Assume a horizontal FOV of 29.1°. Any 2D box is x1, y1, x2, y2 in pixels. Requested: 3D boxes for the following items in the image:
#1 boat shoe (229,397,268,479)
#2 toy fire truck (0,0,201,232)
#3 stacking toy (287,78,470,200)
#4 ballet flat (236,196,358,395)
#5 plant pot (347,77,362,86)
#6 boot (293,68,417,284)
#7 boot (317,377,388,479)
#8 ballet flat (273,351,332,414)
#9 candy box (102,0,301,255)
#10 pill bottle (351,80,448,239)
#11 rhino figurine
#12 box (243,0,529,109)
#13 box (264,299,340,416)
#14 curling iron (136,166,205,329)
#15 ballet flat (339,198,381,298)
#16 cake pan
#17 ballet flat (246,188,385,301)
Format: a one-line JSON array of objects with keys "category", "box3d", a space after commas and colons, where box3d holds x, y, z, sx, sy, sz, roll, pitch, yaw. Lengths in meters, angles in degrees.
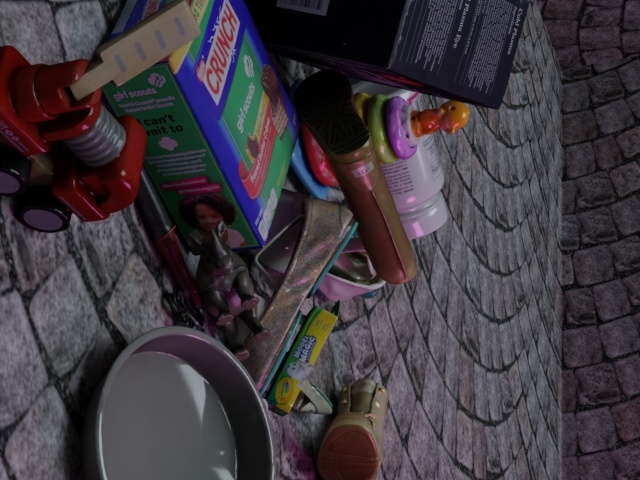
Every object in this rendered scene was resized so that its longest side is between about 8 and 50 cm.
[{"category": "boat shoe", "box3d": [-0.120, 0.319, 1.595, 0.096, 0.088, 0.267, 61, 30, -41]}, {"category": "toy fire truck", "box3d": [-0.232, -0.134, 1.270, 0.217, 0.246, 0.158, 51, 38, -51]}, {"category": "stacking toy", "box3d": [0.101, -0.183, 2.019, 0.165, 0.302, 0.175, 52, 36, -50]}, {"category": "ballet flat", "box3d": [-0.062, 0.074, 1.771, 0.316, 0.106, 0.107, -61, -175, -16]}, {"category": "plant pot", "box3d": [0.169, -0.397, 2.347, 0.166, 0.234, 0.165, -25, 106, -66]}, {"category": "boot", "box3d": [0.053, -0.095, 1.861, 0.236, 0.089, 0.269, -109, 176, -47]}, {"category": "boot", "box3d": [0.059, 0.298, 1.978, 0.262, 0.095, 0.203, 83, 14, -49]}, {"category": "ballet flat", "box3d": [-0.036, 0.232, 1.896, 0.052, 0.057, 0.168, -54, 135, -21]}, {"category": "candy box", "box3d": [-0.153, -0.185, 1.644, 0.268, 0.122, 0.317, -76, 149, -44]}, {"category": "pill bottle", "box3d": [0.137, -0.153, 2.284, 0.160, 0.160, 0.283, -58, 135, -57]}, {"category": "rhino figurine", "box3d": [-0.126, 0.056, 1.620, 0.243, 0.073, 0.106, 79, -14, -56]}, {"category": "box", "box3d": [0.076, -0.334, 1.837, 0.313, 0.343, 0.178, 8, 99, -53]}, {"category": "box", "box3d": [-0.026, 0.165, 1.785, 0.179, 0.043, 0.105, -60, -179, -14]}, {"category": "curling iron", "box3d": [-0.198, 0.000, 1.573, 0.068, 0.035, 0.274, -91, 166, -69]}, {"category": "ballet flat", "box3d": [0.074, 0.009, 2.212, 0.070, 0.070, 0.188, -41, 124, -64]}, {"category": "cake pan", "box3d": [-0.168, 0.249, 1.458, 0.293, 0.054, 0.293, 25, 57, -45]}, {"category": "ballet flat", "box3d": [0.000, 0.000, 1.941, 0.400, 0.139, 0.139, 37, 49, -60]}]
